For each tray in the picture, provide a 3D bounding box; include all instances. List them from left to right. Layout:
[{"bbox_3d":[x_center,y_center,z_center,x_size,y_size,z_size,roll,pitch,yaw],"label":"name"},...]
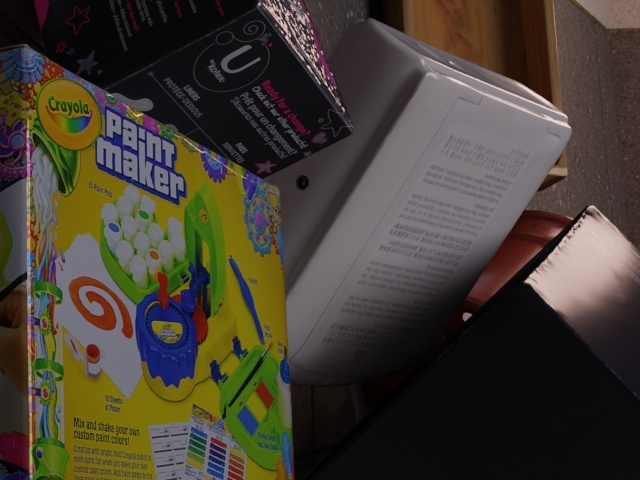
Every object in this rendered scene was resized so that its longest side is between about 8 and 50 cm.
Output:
[{"bbox_3d":[0.175,-0.270,1.708,0.076,0.203,0.411,143,-52,-63],"label":"tray"}]

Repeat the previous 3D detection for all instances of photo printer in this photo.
[{"bbox_3d":[0.048,-0.013,1.188,0.256,0.107,0.307,11,115,-51],"label":"photo printer"}]

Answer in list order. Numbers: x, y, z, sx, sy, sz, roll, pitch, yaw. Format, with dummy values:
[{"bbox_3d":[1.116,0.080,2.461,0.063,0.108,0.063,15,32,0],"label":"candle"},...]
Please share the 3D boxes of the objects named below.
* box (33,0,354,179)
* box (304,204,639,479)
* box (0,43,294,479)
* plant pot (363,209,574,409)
[{"bbox_3d":[-0.096,-0.171,0.954,0.163,0.142,0.247,47,21,-56],"label":"box"},{"bbox_3d":[0.152,0.170,1.240,0.179,0.343,0.312,46,24,6],"label":"box"},{"bbox_3d":[-0.149,0.081,0.780,0.290,0.177,0.279,28,56,-64],"label":"box"},{"bbox_3d":[0.189,0.124,1.541,0.265,0.272,0.272,-23,104,-59],"label":"plant pot"}]
